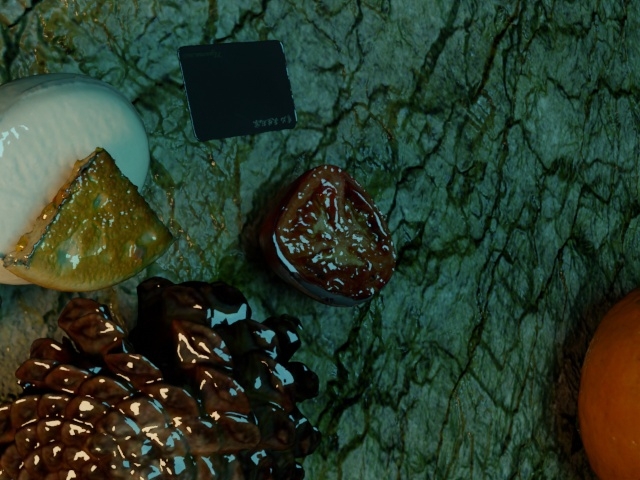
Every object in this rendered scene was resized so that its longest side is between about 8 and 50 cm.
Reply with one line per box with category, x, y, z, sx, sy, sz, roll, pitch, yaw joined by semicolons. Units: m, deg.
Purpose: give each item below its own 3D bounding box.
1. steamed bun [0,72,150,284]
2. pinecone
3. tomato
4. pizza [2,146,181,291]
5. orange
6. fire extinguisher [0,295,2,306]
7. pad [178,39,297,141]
steamed bun;-0.270;-0.063;0.932;0.228;0.131;0.177;-45;125;-35
pinecone;-0.145;0.160;0.935;0.296;0.298;0.242;-16;56;-48
tomato;0.001;0.009;1.188;0.174;0.082;0.166;49;53;-21
pizza;-0.204;-0.017;0.885;0.178;0.041;0.130;-27;119;-42
orange;0.598;0.247;1.516;0.424;0.326;0.423;5;82;-38
fire extinguisher;-0.403;0.021;0.846;0.252;0.075;0.106;42;61;-30
pad;-0.094;-0.180;1.179;0.157;0.003;0.112;-14;95;-41
